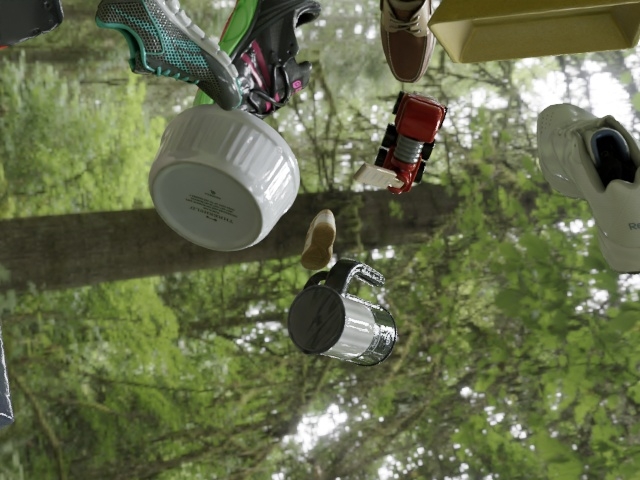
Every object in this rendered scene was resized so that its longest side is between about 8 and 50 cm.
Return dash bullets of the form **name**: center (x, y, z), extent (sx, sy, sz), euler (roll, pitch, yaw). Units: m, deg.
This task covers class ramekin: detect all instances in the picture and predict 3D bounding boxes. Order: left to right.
- **ramekin**: center (-0.182, -0.099, 1.331), extent (0.273, 0.272, 0.127), euler (110, 1, -47)

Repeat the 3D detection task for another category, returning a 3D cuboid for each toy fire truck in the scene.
- **toy fire truck**: center (0.172, -0.200, 1.620), extent (0.246, 0.158, 0.217), euler (-73, -178, -63)

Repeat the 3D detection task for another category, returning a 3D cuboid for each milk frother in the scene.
- **milk frother**: center (0.006, 0.090, 0.949), extent (0.143, 0.134, 0.129), euler (-6, -108, 32)

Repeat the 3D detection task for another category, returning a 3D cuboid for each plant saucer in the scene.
- **plant saucer**: center (0.368, -0.380, 1.253), extent (0.333, 0.332, 0.081), euler (-6, 94, -72)

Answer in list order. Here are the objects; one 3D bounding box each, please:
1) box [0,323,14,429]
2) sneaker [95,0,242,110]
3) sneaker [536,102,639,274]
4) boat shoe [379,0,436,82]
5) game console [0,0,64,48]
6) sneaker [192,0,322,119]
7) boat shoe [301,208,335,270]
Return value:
- **box**: center (-0.642, 0.182, 1.043), extent (0.179, 0.343, 0.312), euler (51, 10, -52)
- **sneaker**: center (-0.147, -0.178, 0.712), extent (0.166, 0.076, 0.065), euler (46, -16, -24)
- **sneaker**: center (0.318, -0.094, 0.836), extent (0.129, 0.111, 0.297), euler (60, 9, -33)
- **boat shoe**: center (0.167, -0.466, 1.479), extent (0.116, 0.123, 0.324), euler (-61, 151, -55)
- **game console**: center (-0.532, -0.372, 0.973), extent (0.060, 0.342, 0.386), euler (53, -22, 18)
- **sneaker**: center (-0.129, -0.329, 1.512), extent (0.185, 0.202, 0.483), euler (165, -53, -76)
- **boat shoe**: center (0.000, 0.000, 1.549), extent (0.170, 0.063, 0.059), euler (113, -12, -52)
